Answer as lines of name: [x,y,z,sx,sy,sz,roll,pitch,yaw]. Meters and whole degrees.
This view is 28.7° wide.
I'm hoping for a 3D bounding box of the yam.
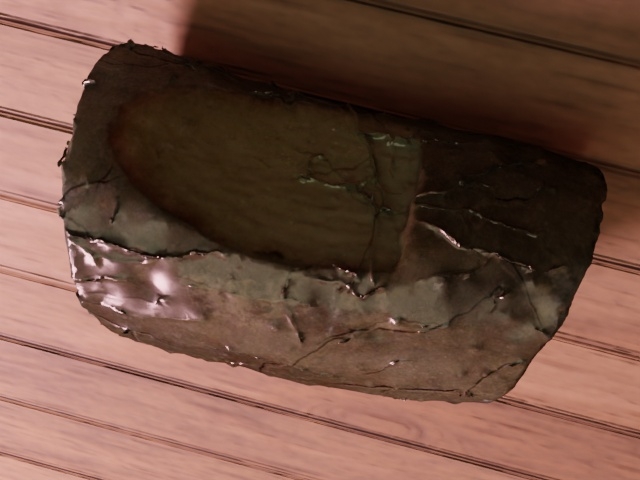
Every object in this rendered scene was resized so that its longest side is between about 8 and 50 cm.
yam: [0.000,0.000,0.635,0.254,0.154,0.154,13,131,1]
